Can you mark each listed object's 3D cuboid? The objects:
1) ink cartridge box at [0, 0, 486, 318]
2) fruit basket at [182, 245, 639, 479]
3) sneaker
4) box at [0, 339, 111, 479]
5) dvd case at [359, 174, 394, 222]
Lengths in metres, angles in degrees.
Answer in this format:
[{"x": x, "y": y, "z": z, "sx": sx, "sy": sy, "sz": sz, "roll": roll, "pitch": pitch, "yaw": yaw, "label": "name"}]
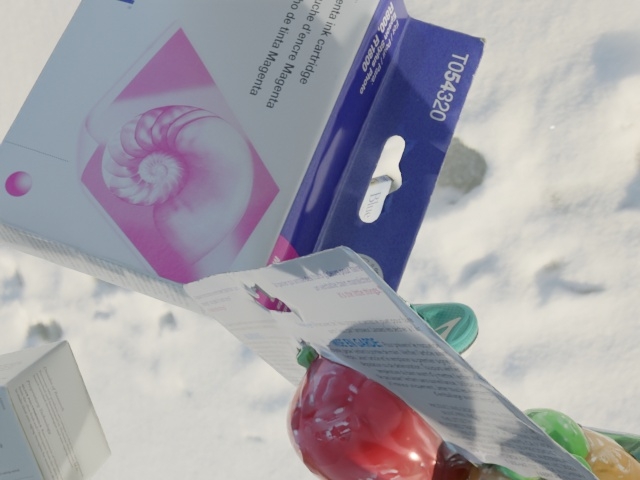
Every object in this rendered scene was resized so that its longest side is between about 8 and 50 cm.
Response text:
[{"x": -0.063, "y": -0.101, "z": 0.756, "sx": 0.330, "sy": 0.324, "sz": 0.071, "roll": 18, "pitch": 159, "yaw": 10, "label": "ink cartridge box"}, {"x": 0.089, "y": 0.124, "z": 0.554, "sx": 0.353, "sy": 0.165, "sz": 0.327, "roll": 47, "pitch": 162, "yaw": -9, "label": "fruit basket"}, {"x": 0.067, "y": 0.099, "z": 1.089, "sx": 0.107, "sy": 0.275, "sz": 0.110, "roll": -118, "pitch": 33, "yaw": -50, "label": "sneaker"}, {"x": -0.225, "y": 0.139, "z": 0.667, "sx": 0.101, "sy": 0.087, "sz": 0.102, "roll": -14, "pitch": 103, "yaw": 17, "label": "box"}, {"x": 0.000, "y": 0.000, "z": 1.441, "sx": 0.022, "sy": 0.253, "sz": 0.180, "roll": 39, "pitch": 130, "yaw": 34, "label": "dvd case"}]
